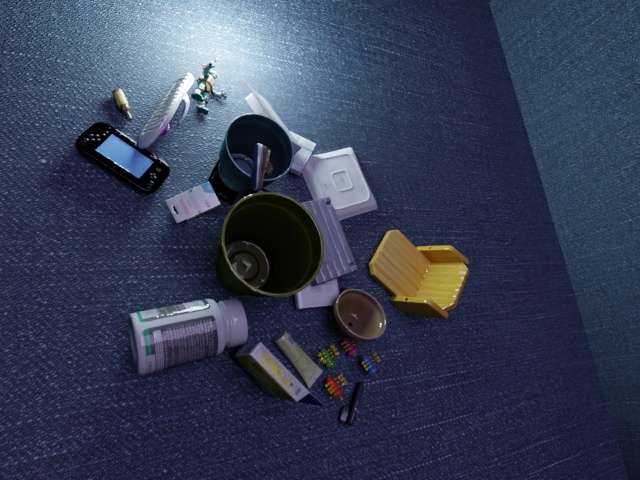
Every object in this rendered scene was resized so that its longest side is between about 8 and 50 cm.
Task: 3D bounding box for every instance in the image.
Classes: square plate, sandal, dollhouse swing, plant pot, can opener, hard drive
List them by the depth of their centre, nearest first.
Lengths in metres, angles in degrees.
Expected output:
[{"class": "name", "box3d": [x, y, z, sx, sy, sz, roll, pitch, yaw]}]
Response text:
[{"class": "plant pot", "box3d": [-0.229, 0.056, 1.564, 0.367, 0.353, 0.366, 9, 69, -26]}, {"class": "plant pot", "box3d": [-0.280, -0.315, 1.670, 0.272, 0.255, 0.271, 10, 70, -27]}, {"class": "sandal", "box3d": [-0.583, -0.511, 1.682, 0.102, 0.169, 0.416, 41, 53, -36]}, {"class": "can opener", "box3d": [0.139, 0.667, 1.733, 0.073, 0.059, 0.186, 36, 60, -13]}, {"class": "plant pot", "box3d": [0.149, 0.331, 1.773, 0.237, 0.109, 0.237, 18, 44, -18]}, {"class": "hard drive", "box3d": [-0.029, 0.133, 1.812, 0.203, 0.040, 0.307, -1, 74, -29]}, {"class": "dollhouse swing", "box3d": [0.464, 0.125, 1.977, 0.305, 0.315, 0.346, 52, 55, -28]}, {"class": "square plate", "box3d": [0.095, -0.277, 2.041, 0.344, 0.049, 0.347, -19, 83, -33]}]

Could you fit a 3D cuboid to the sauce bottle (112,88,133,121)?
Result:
[{"class": "sauce bottle", "box3d": [-0.771, -0.527, 1.650, 0.042, 0.042, 0.128, -21, 82, -33]}]

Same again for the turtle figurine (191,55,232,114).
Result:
[{"class": "turtle figurine", "box3d": [-0.477, -0.670, 1.824, 0.175, 0.118, 0.234, 56, 46, -53]}]

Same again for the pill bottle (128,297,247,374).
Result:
[{"class": "pill bottle", "box3d": [-0.447, 0.313, 1.443, 0.361, 0.204, 0.204, -7, 77, -30]}]

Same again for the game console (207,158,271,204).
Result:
[{"class": "game console", "box3d": [-0.293, -0.218, 1.808, 0.361, 0.044, 0.213, 30, 61, -18]}]

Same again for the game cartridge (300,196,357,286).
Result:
[{"class": "game cartridge", "box3d": [0.000, 0.000, 1.816, 0.230, 0.068, 0.355, -17, 82, -28]}]

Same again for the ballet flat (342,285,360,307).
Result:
[{"class": "ballet flat", "box3d": [0.173, 0.287, 1.878, 0.213, 0.072, 0.068, 38, 67, -12]}]

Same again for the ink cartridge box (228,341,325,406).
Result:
[{"class": "ink cartridge box", "box3d": [-0.168, 0.487, 1.479, 0.307, 0.304, 0.072, 49, 60, -5]}]

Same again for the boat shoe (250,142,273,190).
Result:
[{"class": "boat shoe", "box3d": [-0.204, -0.260, 1.506, 0.066, 0.066, 0.183, 13, 69, -28]}]

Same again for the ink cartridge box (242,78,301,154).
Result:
[{"class": "ink cartridge box", "box3d": [-0.223, -0.519, 1.814, 0.296, 0.066, 0.261, 54, 12, 12]}]

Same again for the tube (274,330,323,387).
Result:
[{"class": "tube", "box3d": [-0.090, 0.469, 1.680, 0.070, 0.062, 0.240, -37, 100, 7]}]

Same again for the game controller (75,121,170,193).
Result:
[{"class": "game controller", "box3d": [-0.732, -0.309, 1.582, 0.319, 0.067, 0.166, 35, 60, -15]}]

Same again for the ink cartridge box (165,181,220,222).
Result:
[{"class": "ink cartridge box", "box3d": [-0.493, -0.141, 1.644, 0.180, 0.060, 0.104, -27, 87, -16]}]

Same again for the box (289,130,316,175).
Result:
[{"class": "box", "box3d": [-0.120, -0.402, 1.949, 0.145, 0.038, 0.186, 25, 60, -1]}]

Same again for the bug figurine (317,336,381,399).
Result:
[{"class": "bug figurine", "box3d": [0.106, 0.517, 1.754, 0.279, 0.072, 0.216, -21, 73, -31]}]
